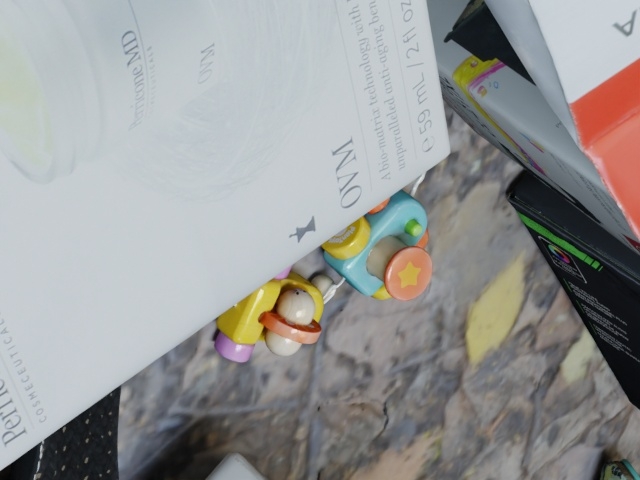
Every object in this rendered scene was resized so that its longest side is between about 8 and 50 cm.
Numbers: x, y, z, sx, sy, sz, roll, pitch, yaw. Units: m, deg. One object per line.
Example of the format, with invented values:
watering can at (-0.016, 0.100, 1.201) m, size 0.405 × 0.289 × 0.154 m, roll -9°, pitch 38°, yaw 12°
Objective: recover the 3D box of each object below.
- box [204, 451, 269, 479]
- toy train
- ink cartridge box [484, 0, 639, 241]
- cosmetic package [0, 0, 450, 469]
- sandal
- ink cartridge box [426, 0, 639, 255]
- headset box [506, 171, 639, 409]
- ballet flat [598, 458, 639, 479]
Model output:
box at (-0.067, 0.311, 0.826) m, size 0.345 × 0.215 × 0.168 m, roll -47°, pitch 158°, yaw -6°
toy train at (0.000, 0.000, 0.816) m, size 0.166 × 0.046 × 0.125 m, roll -21°, pitch 132°, yaw -32°
ink cartridge box at (0.201, -0.159, 0.625) m, size 0.308 × 0.091 × 0.385 m, roll -33°, pitch 104°, yaw -2°
cosmetic package at (-0.091, -0.080, 0.595) m, size 0.224 × 0.138 × 0.224 m, roll -34°, pitch 138°, yaw -19°
sandal at (-0.123, 0.096, 0.782) m, size 0.067 × 0.040 × 0.179 m, roll -3°, pitch 106°, yaw -50°
ink cartridge box at (0.121, -0.062, 0.788) m, size 0.072 × 0.175 × 0.127 m, roll -50°, pitch 141°, yaw 1°
headset box at (0.262, 0.046, 0.950) m, size 0.131 × 0.246 × 0.283 m, roll -47°, pitch 142°, yaw -8°
ballet flat at (0.210, 0.215, 1.178) m, size 0.070 × 0.070 × 0.188 m, roll -44°, pitch 137°, yaw -10°
